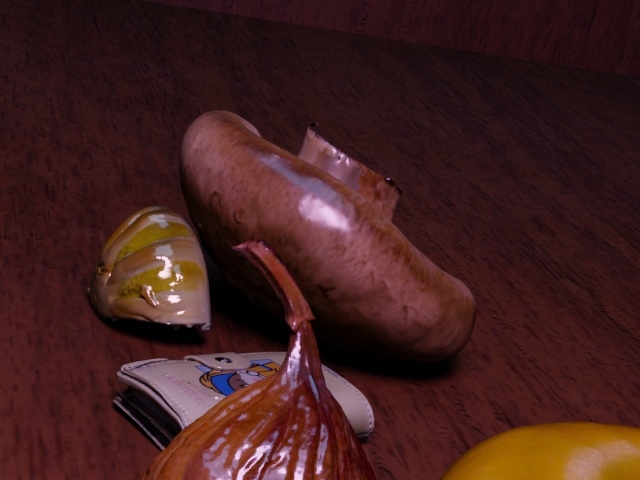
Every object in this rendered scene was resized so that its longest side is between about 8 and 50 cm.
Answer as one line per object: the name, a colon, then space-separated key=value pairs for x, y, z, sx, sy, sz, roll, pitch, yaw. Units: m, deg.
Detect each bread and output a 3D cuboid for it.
bread: x=-0.131 y=0.021 z=1.267 sx=0.083 sy=0.094 sz=0.157 roll=8 pitch=26 yaw=-24

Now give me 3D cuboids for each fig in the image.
fig: x=-0.021 y=0.109 z=0.870 sx=0.134 sy=0.201 sz=0.146 roll=13 pitch=-13 yaw=5

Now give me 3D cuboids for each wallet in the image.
wallet: x=-0.054 y=0.110 z=1.118 sx=0.155 sy=0.039 sz=0.110 roll=-2 pitch=23 yaw=-38

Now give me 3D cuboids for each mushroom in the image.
mushroom: x=0.000 y=0.000 z=1.290 sx=0.278 sy=0.146 sz=0.278 roll=35 pitch=-4 yaw=3

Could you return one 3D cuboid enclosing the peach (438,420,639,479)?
peach: x=0.162 y=0.195 z=0.833 sx=0.251 sy=0.153 sz=0.251 roll=9 pitch=34 yaw=-6
